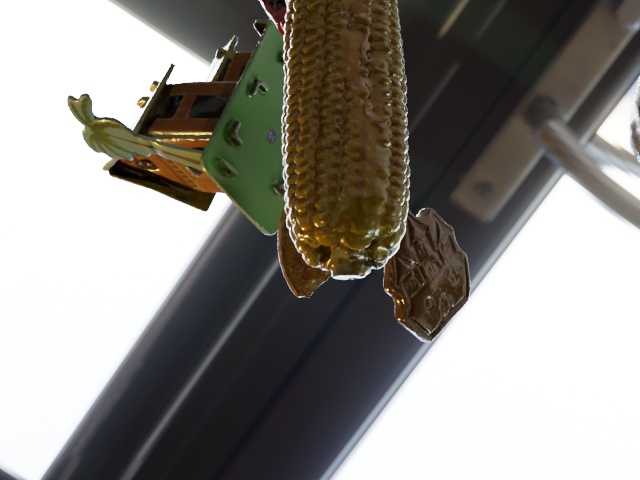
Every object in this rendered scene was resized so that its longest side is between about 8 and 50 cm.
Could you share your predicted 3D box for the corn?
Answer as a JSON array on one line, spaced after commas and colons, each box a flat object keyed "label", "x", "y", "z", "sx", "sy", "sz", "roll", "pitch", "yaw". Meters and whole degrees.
[{"label": "corn", "x": 0.021, "y": -0.139, "z": 1.309, "sx": 0.120, "sy": 0.120, "sz": 0.363, "roll": 17, "pitch": -116, "yaw": -48}]

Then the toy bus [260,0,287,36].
[{"label": "toy bus", "x": 0.013, "y": -0.354, "z": 1.937, "sx": 0.089, "sy": 0.195, "sz": 0.081, "roll": 62, "pitch": -174, "yaw": 34}]

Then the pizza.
[{"label": "pizza", "x": -0.001, "y": 0.000, "z": 2.085, "sx": 0.134, "sy": 0.175, "sz": 0.046, "roll": 12, "pitch": -176, "yaw": -19}]

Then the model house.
[{"label": "model house", "x": -0.209, "y": -0.219, "z": 2.184, "sx": 0.324, "sy": 0.300, "sz": 0.340, "roll": 3, "pitch": 149, "yaw": 39}]

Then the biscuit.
[{"label": "biscuit", "x": 0.165, "y": 0.040, "z": 2.262, "sx": 0.182, "sy": 0.034, "sz": 0.215, "roll": -44, "pitch": -60, "yaw": -37}]

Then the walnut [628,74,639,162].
[{"label": "walnut", "x": 0.567, "y": -0.156, "z": 1.981, "sx": 0.282, "sy": 0.253, "sz": 0.277, "roll": 15, "pitch": 156, "yaw": 14}]
